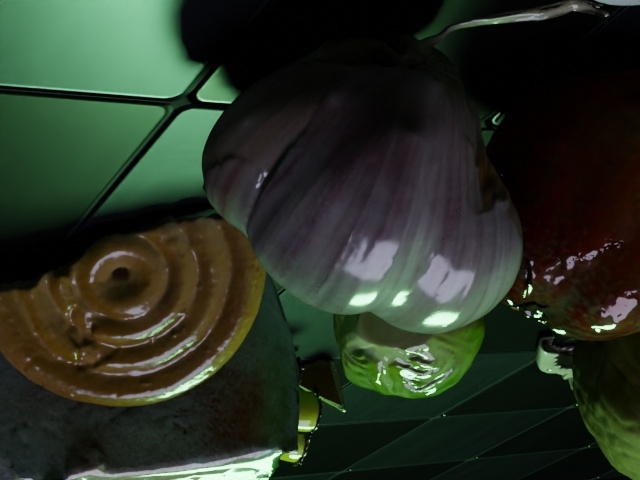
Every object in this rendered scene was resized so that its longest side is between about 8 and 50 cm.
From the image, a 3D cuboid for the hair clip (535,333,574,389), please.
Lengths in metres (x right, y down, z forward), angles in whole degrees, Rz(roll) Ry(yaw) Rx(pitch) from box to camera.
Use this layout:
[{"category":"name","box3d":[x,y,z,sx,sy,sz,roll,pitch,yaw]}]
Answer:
[{"category":"hair clip","box3d":[0.300,0.153,1.665,0.072,0.034,0.226,-25,156,27]}]

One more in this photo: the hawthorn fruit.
[{"category":"hawthorn fruit","box3d":[0.206,-0.042,0.956,0.235,0.181,0.181,-52,155,-2]}]

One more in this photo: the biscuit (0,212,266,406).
[{"category":"biscuit","box3d":[-0.143,0.061,1.039,0.224,0.145,0.033,-16,-163,-2]}]

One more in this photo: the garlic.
[{"category":"garlic","box3d":[0.057,-0.064,0.865,0.256,0.207,0.207,-43,161,-10]}]

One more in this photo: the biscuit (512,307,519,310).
[{"category":"biscuit","box3d":[0.268,-0.015,1.204,0.275,0.052,0.355,-14,161,2]}]

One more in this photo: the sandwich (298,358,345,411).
[{"category":"sandwich","box3d":[0.001,0.150,1.471,0.083,0.044,0.031,24,170,28]}]

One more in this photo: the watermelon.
[{"category":"watermelon","box3d":[-0.215,0.151,1.139,0.387,0.228,0.258,-26,147,15]}]

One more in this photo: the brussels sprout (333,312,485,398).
[{"category":"brussels sprout","box3d":[0.084,0.089,1.260,0.155,0.118,0.155,-12,169,-2]}]

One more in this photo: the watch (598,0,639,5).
[{"category":"watch","box3d":[0.278,-0.130,0.697,0.248,0.218,0.211,-8,158,-17]}]

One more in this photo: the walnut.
[{"category":"walnut","box3d":[0.381,0.153,1.398,0.227,0.283,0.283,-36,153,14]}]

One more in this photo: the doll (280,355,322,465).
[{"category":"doll","box3d":[-0.110,0.164,1.347,0.220,0.135,0.143,7,119,-31]}]
